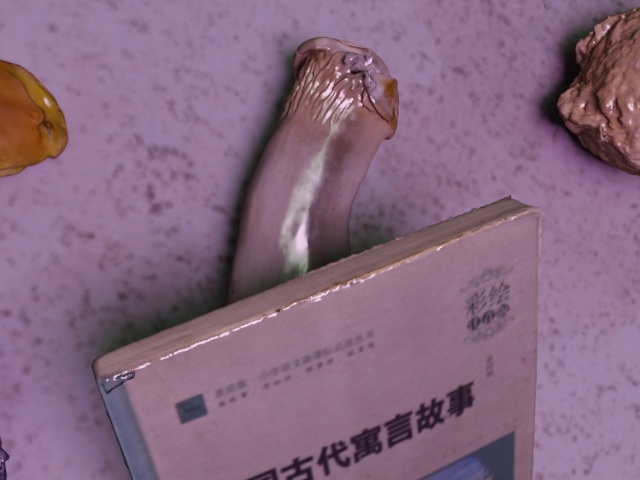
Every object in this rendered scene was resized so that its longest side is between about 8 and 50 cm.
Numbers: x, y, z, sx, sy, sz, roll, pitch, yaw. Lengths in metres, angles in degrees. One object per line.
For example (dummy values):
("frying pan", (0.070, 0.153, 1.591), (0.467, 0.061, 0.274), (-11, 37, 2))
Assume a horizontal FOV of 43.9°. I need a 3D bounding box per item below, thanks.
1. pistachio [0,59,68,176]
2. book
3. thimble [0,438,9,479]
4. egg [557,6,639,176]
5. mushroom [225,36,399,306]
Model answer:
("pistachio", (-0.213, -0.054, 0.387), (0.173, 0.049, 0.090), (-2, 90, -19))
("book", (0.021, 0.132, 0.412), (0.215, 0.025, 0.283), (-22, 124, -17))
("thimble", (-0.246, 0.112, 0.289), (0.172, 0.205, 0.236), (45, 75, -14))
("egg", (0.225, -0.096, 0.511), (0.140, 0.118, 0.116), (-31, 142, -26))
("mushroom", (-0.004, -0.001, 0.443), (0.092, 0.081, 0.223), (3, 85, -1))
